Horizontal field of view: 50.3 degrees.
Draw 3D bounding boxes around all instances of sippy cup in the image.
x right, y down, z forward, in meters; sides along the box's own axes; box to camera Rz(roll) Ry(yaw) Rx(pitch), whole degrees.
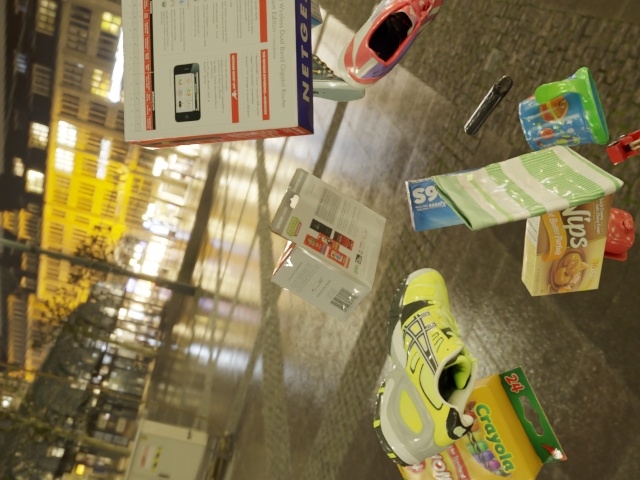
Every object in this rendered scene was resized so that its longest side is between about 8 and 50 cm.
[{"bbox_3d":[0.742,-0.382,2.102,0.224,0.305,0.240,-16,31,29],"label":"sippy cup"}]

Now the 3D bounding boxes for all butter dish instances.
[{"bbox_3d":[0.872,-0.036,2.017,0.118,0.159,0.160,144,135,-64],"label":"butter dish"}]

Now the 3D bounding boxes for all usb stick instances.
[{"bbox_3d":[0.491,-0.392,2.009,0.077,0.045,0.278,-50,-6,-17],"label":"usb stick"}]

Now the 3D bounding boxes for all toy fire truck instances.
[{"bbox_3d":[0.745,-0.228,1.588,0.135,0.047,0.192,-23,4,46],"label":"toy fire truck"}]

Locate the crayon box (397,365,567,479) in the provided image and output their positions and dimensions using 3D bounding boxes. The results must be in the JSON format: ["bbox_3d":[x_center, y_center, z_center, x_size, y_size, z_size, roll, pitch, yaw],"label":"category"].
[{"bbox_3d":[0.293,0.396,1.358,0.318,0.202,0.081,-30,-7,32],"label":"crayon box"}]

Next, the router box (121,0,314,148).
[{"bbox_3d":[-0.167,-0.326,1.089,0.082,0.301,0.336,2,-93,-72],"label":"router box"}]

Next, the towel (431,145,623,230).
[{"bbox_3d":[0.423,-0.118,1.430,0.248,0.324,0.038,-114,13,-61],"label":"towel"}]

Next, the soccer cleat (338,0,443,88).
[{"bbox_3d":[0.153,-0.401,1.192,0.318,0.108,0.116,-54,16,-14],"label":"soccer cleat"}]

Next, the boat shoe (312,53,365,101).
[{"bbox_3d":[0.005,-0.340,1.402,0.065,0.183,0.083,73,-156,-77],"label":"boat shoe"}]

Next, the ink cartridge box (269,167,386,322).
[{"bbox_3d":[0.000,0.000,1.645,0.130,0.271,0.309,-53,9,33],"label":"ink cartridge box"}]

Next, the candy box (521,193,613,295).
[{"bbox_3d":[0.627,-0.016,1.746,0.087,0.182,0.317,-101,5,-60],"label":"candy box"}]

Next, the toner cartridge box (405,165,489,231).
[{"bbox_3d":[0.470,-0.144,2.278,0.075,0.347,0.165,-89,-12,-71],"label":"toner cartridge box"}]

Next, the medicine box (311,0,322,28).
[{"bbox_3d":[-0.135,-0.768,1.984,0.263,0.149,0.289,-12,-93,-69],"label":"medicine box"}]

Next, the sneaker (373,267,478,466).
[{"bbox_3d":[0.199,0.196,1.154,0.147,0.145,0.385,-26,34,32],"label":"sneaker"}]
